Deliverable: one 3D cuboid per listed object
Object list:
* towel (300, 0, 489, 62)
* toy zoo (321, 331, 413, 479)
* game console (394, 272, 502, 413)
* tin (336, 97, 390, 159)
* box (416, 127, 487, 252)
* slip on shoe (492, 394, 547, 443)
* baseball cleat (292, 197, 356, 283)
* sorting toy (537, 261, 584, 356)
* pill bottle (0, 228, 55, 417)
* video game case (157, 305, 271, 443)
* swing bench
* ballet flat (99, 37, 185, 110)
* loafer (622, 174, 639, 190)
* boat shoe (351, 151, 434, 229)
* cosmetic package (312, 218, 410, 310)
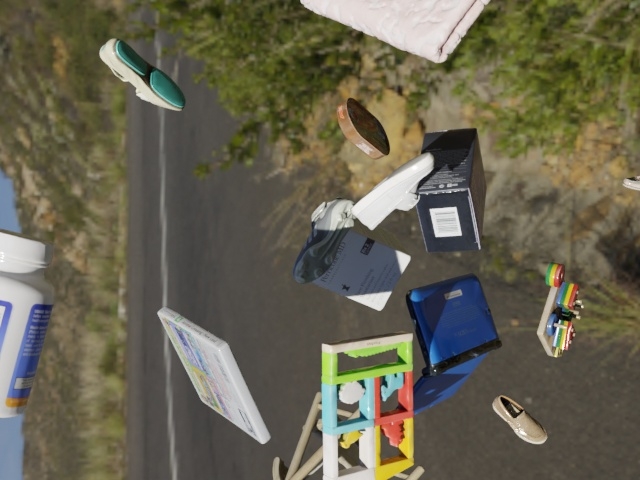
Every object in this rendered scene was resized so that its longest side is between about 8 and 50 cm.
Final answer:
[{"bbox_3d":[0.153,-0.435,1.362,0.317,0.053,0.332,-54,44,0],"label":"towel"},{"bbox_3d":[0.087,0.319,1.656,0.030,0.192,0.293,5,98,53],"label":"toy zoo"},{"bbox_3d":[0.236,0.223,1.944,0.173,0.293,0.250,-22,83,36],"label":"game console"},{"bbox_3d":[0.099,-0.254,2.132,0.040,0.189,0.106,-27,55,24],"label":"tin"},{"bbox_3d":[0.255,-0.099,1.798,0.207,0.108,0.153,-74,-27,-46],"label":"box"},{"bbox_3d":[0.429,0.381,1.985,0.135,0.051,0.041,44,156,20],"label":"slip on shoe"},{"bbox_3d":[0.000,0.000,1.929,0.206,0.072,0.109,-52,29,-12],"label":"baseball cleat"},{"bbox_3d":[0.483,0.156,1.840,0.132,0.046,0.274,-67,-30,-18],"label":"sorting toy"},{"bbox_3d":[-0.498,0.122,1.428,0.152,0.152,0.272,-174,99,-79],"label":"pill bottle"},{"bbox_3d":[-0.177,0.222,1.538,0.193,0.023,0.212,21,140,48],"label":"video game case"},{"bbox_3d":[0.046,0.502,1.952,0.165,0.253,0.255,3,49,48],"label":"swing bench"},{"bbox_3d":[-0.429,-0.389,2.216,0.086,0.248,0.086,-25,43,26],"label":"ballet flat"},{"bbox_3d":[0.698,-0.126,1.954,0.045,0.125,0.039,-112,30,-63],"label":"loafer"},{"bbox_3d":[0.127,-0.076,1.509,0.184,0.063,0.066,-38,6,34],"label":"boat shoe"},{"bbox_3d":[0.079,0.040,2.125,0.151,0.183,0.151,-63,20,14],"label":"cosmetic package"}]
